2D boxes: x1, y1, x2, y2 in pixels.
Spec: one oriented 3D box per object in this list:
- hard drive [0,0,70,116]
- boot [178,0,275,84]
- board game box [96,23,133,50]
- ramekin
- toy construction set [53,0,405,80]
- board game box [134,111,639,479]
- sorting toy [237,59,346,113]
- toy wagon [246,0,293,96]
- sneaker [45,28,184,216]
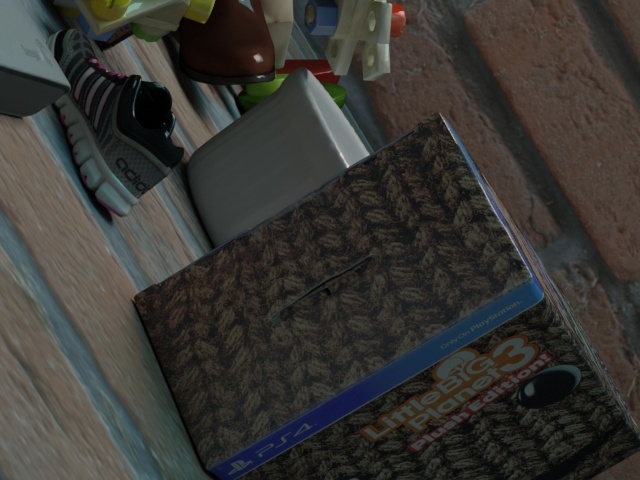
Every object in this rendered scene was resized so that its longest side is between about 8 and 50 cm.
[{"bbox_3d":[-0.263,-0.219,1.161,0.307,0.040,0.203,59,7,4],"label":"hard drive"},{"bbox_3d":[-0.095,-0.317,1.982,0.264,0.096,0.280,-102,-167,-60],"label":"boot"},{"bbox_3d":[-0.201,-0.249,1.705,0.141,0.048,0.170,56,7,-16],"label":"board game box"},{"bbox_3d":[0.000,0.000,1.717,0.277,0.135,0.277,58,7,-12],"label":"ramekin"},{"bbox_3d":[-0.061,-0.241,1.602,0.328,0.151,0.215,7,61,-35],"label":"toy construction set"},{"bbox_3d":[0.056,0.089,1.317,0.291,0.232,0.141,48,13,-55],"label":"board game box"},{"bbox_3d":[-0.031,-0.124,2.327,0.365,0.127,0.126,-87,175,-73],"label":"sorting toy"},{"bbox_3d":[-0.090,-0.309,2.246,0.344,0.068,0.267,-147,-126,-72],"label":"toy wagon"},{"bbox_3d":[-0.139,-0.093,1.355,0.063,0.075,0.170,52,10,-48],"label":"sneaker"}]
